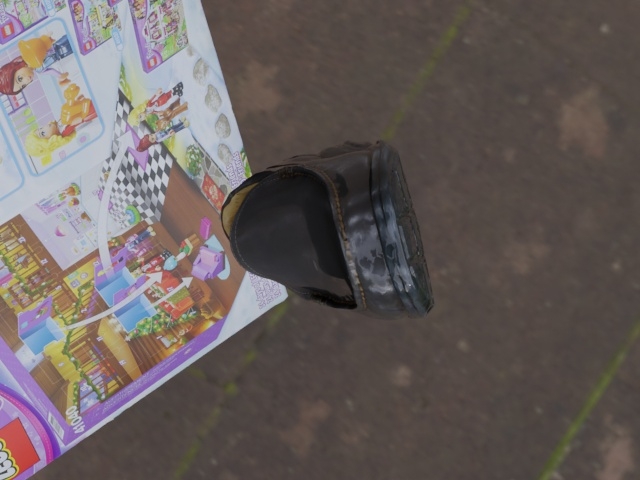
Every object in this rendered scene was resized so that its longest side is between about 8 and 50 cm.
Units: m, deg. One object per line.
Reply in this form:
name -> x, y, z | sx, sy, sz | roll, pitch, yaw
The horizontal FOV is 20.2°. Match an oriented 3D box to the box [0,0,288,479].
box -> -0.134, -0.025, 0.799 | 0.201, 0.057, 0.293 | -35, 141, -18

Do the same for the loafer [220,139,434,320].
loafer -> 0.000, 0.000, 0.616 | 0.061, 0.170, 0.062 | -13, 94, -4
